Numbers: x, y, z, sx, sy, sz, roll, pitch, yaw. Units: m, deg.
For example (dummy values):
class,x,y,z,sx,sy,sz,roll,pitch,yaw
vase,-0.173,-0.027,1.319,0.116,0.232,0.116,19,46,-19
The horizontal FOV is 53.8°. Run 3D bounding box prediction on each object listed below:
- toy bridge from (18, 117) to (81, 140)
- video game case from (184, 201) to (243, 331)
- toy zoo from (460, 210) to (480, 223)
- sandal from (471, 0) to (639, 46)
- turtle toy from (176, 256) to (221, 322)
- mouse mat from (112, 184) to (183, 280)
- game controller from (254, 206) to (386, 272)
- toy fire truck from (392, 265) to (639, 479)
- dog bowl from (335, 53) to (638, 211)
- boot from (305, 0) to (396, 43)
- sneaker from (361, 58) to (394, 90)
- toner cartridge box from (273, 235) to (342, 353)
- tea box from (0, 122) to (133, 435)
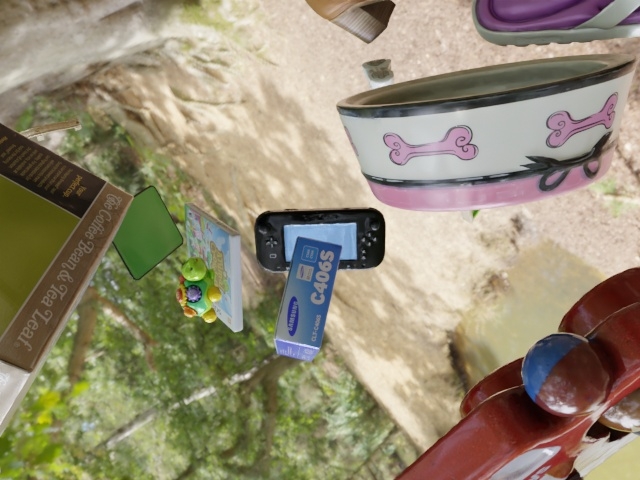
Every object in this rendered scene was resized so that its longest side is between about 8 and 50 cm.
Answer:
class,x,y,z,sx,sy,sz,roll,pitch,yaw
toy bridge,-0.644,-0.245,1.442,0.063,0.188,0.026,-1,108,68
video game case,-0.216,0.050,1.267,0.193,0.023,0.213,30,127,45
toy zoo,0.457,-0.201,1.654,0.030,0.293,0.192,34,173,27
sandal,0.399,-0.354,0.836,0.102,0.416,0.170,21,-117,-56
turtle toy,-0.225,0.085,1.144,0.095,0.066,0.130,51,134,43
mouse mat,-0.374,-0.019,1.343,0.153,0.007,0.190,65,-150,-17
game controller,0.000,0.000,1.540,0.067,0.318,0.167,-91,-1,-71
toy fire truck,0.189,0.140,0.469,0.253,0.302,0.169,9,-140,-44
dog bowl,0.233,-0.160,0.911,0.408,0.407,0.151,-147,45,-66
boot,0.060,-0.432,0.890,0.220,0.109,0.283,32,146,-19
sneaker,0.173,-0.461,1.858,0.232,0.090,0.115,-85,-14,-57
toner cartridge box,-0.026,0.116,1.107,0.348,0.075,0.165,102,179,-75
tea box,-0.438,0.025,0.709,0.323,0.220,0.329,30,-150,-15
